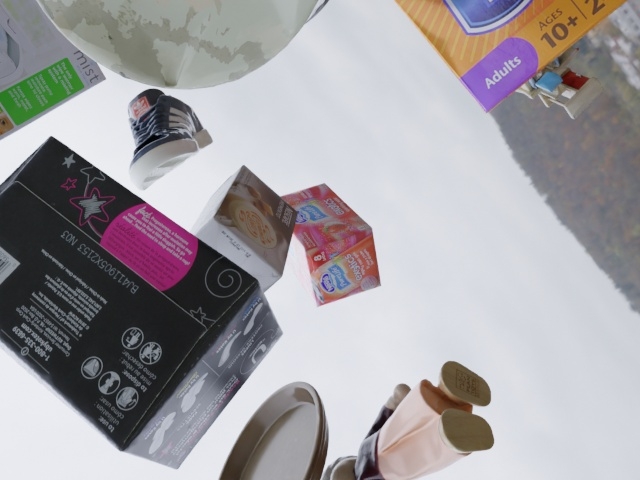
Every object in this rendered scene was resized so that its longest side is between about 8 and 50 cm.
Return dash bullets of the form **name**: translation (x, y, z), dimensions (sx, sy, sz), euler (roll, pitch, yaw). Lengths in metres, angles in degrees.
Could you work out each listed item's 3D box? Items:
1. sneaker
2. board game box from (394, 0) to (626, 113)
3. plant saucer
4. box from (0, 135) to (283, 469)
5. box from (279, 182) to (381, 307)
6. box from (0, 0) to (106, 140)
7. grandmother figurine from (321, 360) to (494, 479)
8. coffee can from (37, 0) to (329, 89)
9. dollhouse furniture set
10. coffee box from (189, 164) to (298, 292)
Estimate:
- **sneaker**: translation (-0.295, -0.194, 1.138), dimensions (0.148, 0.131, 0.350), euler (56, -175, -13)
- **board game box**: translation (0.246, -0.423, 0.749), dimensions (0.356, 0.356, 0.356), euler (50, -151, -2)
- **plant saucer**: translation (-0.074, 0.344, 0.951), dimensions (0.041, 0.278, 0.278), euler (34, -149, -19)
- **box**: translation (-0.182, 0.056, 0.559), dimensions (0.247, 0.163, 0.142), euler (33, 163, 20)
- **box**: translation (0.000, 0.000, 1.401), dimensions (0.300, 0.154, 0.142), euler (-128, 23, -60)
- **box**: translation (-0.522, -0.318, 1.014), dimensions (0.231, 0.127, 0.262), euler (-41, -59, -28)
- **grandmother figurine**: translation (0.100, 0.292, 0.881), dimensions (0.104, 0.342, 0.208), euler (31, -139, -6)
- **coffee can**: translation (-0.079, -0.243, 0.496), dimensions (0.201, 0.201, 0.275), euler (45, -160, -15)
- **dollhouse furniture set**: translation (0.433, -0.341, 1.186), dimensions (0.129, 0.129, 0.184), euler (39, -171, -36)
- **coffee box**: translation (-0.130, -0.013, 1.065), dimensions (0.141, 0.098, 0.246), euler (43, -159, -14)
